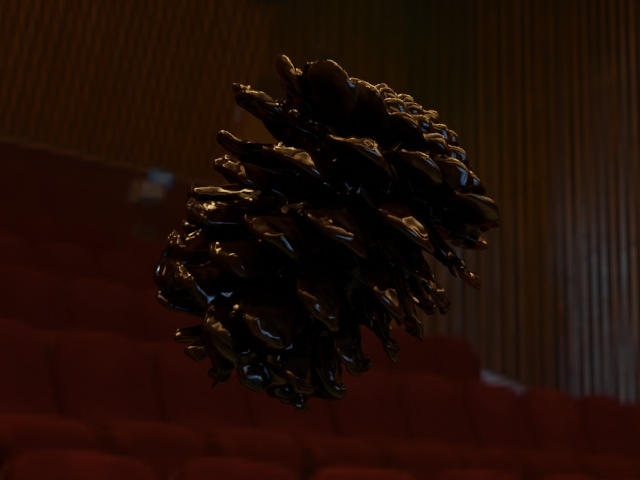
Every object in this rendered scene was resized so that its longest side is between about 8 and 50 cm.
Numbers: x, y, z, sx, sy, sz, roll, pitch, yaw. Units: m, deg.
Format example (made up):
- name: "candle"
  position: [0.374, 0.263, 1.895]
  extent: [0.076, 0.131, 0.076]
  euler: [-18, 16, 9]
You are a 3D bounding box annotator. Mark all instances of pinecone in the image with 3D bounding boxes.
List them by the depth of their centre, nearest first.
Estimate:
- name: "pinecone"
  position: [0.000, 0.000, 0.374]
  extent: [0.077, 0.083, 0.077]
  euler: [29, -17, 10]
